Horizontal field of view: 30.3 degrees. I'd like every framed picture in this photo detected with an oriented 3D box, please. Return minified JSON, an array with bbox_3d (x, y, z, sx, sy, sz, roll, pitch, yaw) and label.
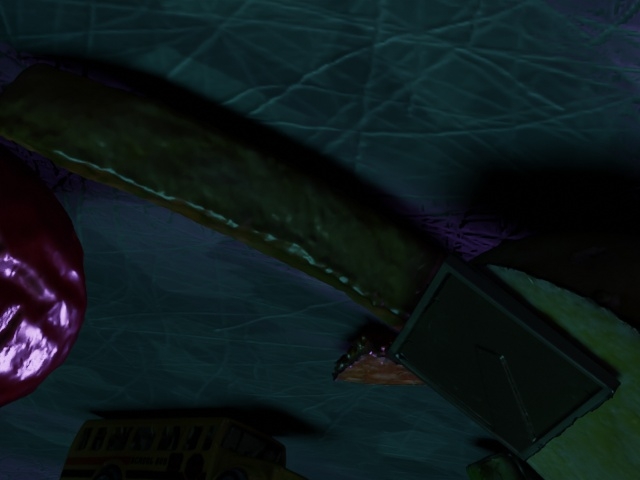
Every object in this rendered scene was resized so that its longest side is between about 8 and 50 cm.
[{"bbox_3d":[0.096,0.070,0.664,0.109,0.011,0.149,39,156,8],"label":"framed picture"}]

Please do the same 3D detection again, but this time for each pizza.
[{"bbox_3d":[0.063,0.095,0.929,0.099,0.029,0.100,9,160,-7],"label":"pizza"}]

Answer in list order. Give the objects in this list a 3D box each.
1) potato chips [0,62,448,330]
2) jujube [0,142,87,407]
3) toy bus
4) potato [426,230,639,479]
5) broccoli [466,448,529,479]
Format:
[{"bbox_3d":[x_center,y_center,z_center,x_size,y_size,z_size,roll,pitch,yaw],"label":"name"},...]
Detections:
[{"bbox_3d":[0.000,0.000,0.707,0.407,0.057,0.080,28,167,-29],"label":"potato chips"},{"bbox_3d":[-0.275,-0.001,0.669,0.223,0.223,0.318,-1,163,32],"label":"jujube"},{"bbox_3d":[-0.143,0.258,1.288,0.335,0.123,0.121,-10,145,43],"label":"toy bus"},{"bbox_3d":[0.202,0.092,0.677,0.299,0.116,0.239,43,152,2],"label":"potato"},{"bbox_3d":[0.204,0.281,1.109,0.219,0.194,0.194,-29,139,17],"label":"broccoli"}]
